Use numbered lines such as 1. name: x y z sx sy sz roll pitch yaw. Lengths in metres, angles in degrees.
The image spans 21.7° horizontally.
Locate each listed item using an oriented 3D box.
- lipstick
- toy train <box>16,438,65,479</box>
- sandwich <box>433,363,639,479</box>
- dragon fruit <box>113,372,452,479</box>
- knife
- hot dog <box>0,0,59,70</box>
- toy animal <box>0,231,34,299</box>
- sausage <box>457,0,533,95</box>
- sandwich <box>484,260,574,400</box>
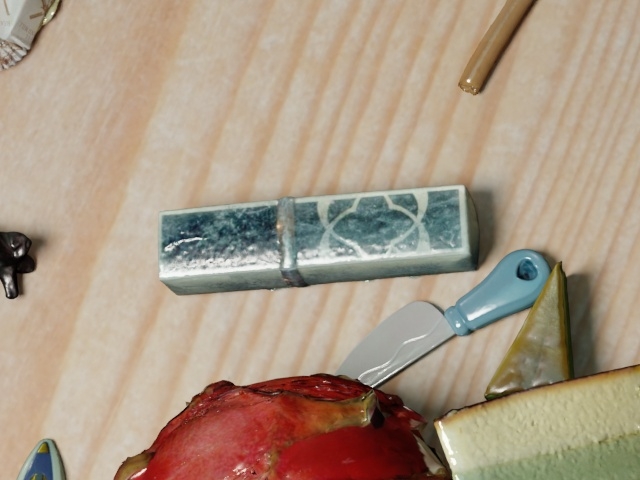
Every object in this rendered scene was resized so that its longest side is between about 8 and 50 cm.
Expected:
1. lipstick: 0.000 0.000 1.516 0.289 0.076 0.077 -5 73 9
2. toy train: -0.266 0.303 1.513 0.055 0.048 0.252 -1 76 10
3. sandwich: 0.201 0.171 1.350 0.186 0.220 0.108 -22 71 7
4. dragon fruit: -0.027 0.254 1.353 0.301 0.295 0.296 -31 71 -4
5. knife: 0.098 0.079 1.503 0.244 0.032 0.058 -29 74 8
6. hot dog: -0.307 -0.258 1.665 0.099 0.053 0.192 16 83 17
7. toy animal: -0.359 0.077 1.558 0.121 0.117 0.210 19 78 10
8. sausage: 0.164 -0.188 1.553 0.026 0.026 0.116 29 84 18
9. sandwich: 0.180 0.082 1.454 0.074 0.074 0.116 -5 74 11
